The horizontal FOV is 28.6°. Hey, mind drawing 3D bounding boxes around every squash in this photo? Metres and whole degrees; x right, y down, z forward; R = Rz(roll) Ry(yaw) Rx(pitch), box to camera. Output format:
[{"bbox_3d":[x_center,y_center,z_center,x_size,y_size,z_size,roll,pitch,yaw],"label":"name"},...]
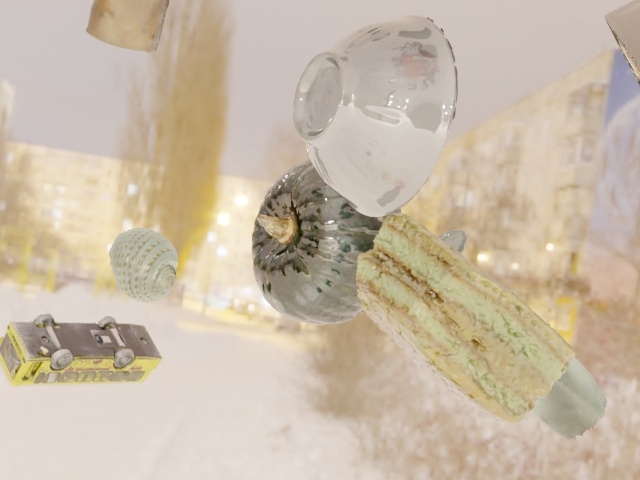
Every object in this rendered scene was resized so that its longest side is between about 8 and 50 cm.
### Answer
[{"bbox_3d":[0.005,0.001,1.585,0.218,0.218,0.172,6,0,31],"label":"squash"}]

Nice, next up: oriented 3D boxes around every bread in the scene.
[{"bbox_3d":[0.122,0.073,1.144,0.196,0.102,0.138,43,-8,-35],"label":"bread"}]

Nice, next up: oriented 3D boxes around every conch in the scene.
[{"bbox_3d":[-0.194,0.027,1.354,0.085,0.076,0.056,18,13,6],"label":"conch"}]

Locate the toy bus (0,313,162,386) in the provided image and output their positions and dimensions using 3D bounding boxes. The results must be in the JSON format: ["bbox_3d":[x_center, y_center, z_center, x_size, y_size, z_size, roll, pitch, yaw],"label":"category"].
[{"bbox_3d":[-0.329,0.151,1.728,0.226,0.074,0.081,3,43,-46],"label":"toy bus"}]

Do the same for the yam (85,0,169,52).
[{"bbox_3d":[-0.062,-0.261,0.660,0.045,0.327,0.045,11,16,-27],"label":"yam"}]

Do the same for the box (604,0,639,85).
[{"bbox_3d":[0.273,-0.083,0.721,0.148,0.155,0.231,-28,18,15],"label":"box"}]

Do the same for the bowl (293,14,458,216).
[{"bbox_3d":[0.032,-0.121,1.124,0.086,0.189,0.189,11,-4,-33],"label":"bowl"}]

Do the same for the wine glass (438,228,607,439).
[{"bbox_3d":[0.193,0.150,1.683,0.309,0.096,0.264,46,-41,-17],"label":"wine glass"}]
